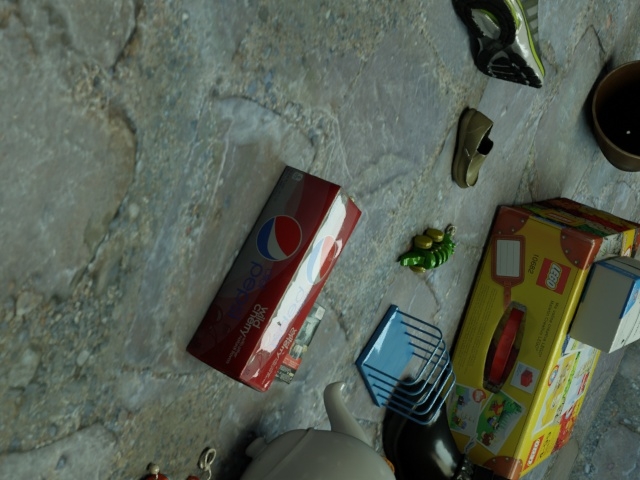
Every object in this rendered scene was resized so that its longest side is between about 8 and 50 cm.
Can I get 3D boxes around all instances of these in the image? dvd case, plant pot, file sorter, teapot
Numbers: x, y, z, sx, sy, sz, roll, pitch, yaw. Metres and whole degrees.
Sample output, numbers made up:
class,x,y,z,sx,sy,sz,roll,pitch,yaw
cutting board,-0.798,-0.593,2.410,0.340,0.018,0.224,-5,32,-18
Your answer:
class,x,y,z,sx,sy,sz,roll,pitch,yaw
dvd case,-0.036,0.136,1.605,0.119,0.013,0.087,-63,153,-6
plant pot,0.661,-0.231,2.427,0.215,0.215,0.230,-61,168,-12
file sorter,0.146,0.208,1.899,0.118,0.105,0.170,-57,152,-20
teapot,-0.036,0.351,1.601,0.252,0.187,0.256,-46,178,17

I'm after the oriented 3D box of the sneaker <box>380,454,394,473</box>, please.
class,x,y,z,sx,sy,sz,roll,pitch,yaw
sneaker,0.020,0.453,1.892,0.262,0.099,0.121,-41,152,-29

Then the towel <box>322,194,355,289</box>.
class,x,y,z,sx,sy,sz,roll,pitch,yaw
towel,0.000,0.000,1.549,0.148,0.027,0.110,-67,155,-2

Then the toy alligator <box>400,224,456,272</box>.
class,x,y,z,sx,sy,sz,roll,pitch,yaw
toy alligator,0.194,0.013,1.889,0.190,0.051,0.056,-27,134,-52

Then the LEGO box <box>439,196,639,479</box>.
class,x,y,z,sx,sy,sz,roll,pitch,yaw
LEGO box,0.428,0.181,2.299,0.372,0.193,0.500,-11,120,-60

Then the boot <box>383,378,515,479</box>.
class,x,y,z,sx,sy,sz,roll,pitch,yaw
boot,0.259,0.416,2.095,0.131,0.260,0.348,-48,148,-33

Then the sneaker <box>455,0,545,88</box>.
class,x,y,z,sx,sy,sz,roll,pitch,yaw
sneaker,0.293,-0.329,1.745,0.121,0.111,0.300,-65,156,-14

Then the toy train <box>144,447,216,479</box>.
class,x,y,z,sx,sy,sz,roll,pitch,yaw
toy train,-0.175,0.329,1.465,0.166,0.046,0.125,-13,122,-58

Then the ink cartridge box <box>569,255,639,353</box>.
class,x,y,z,sx,sy,sz,roll,pitch,yaw
ink cartridge box,0.552,0.116,2.160,0.203,0.086,0.148,-8,117,-59

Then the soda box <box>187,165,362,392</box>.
class,x,y,z,sx,sy,sz,roll,pitch,yaw
soda box,-0.053,0.048,1.425,0.263,0.084,0.092,-63,153,-10

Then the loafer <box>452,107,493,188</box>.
class,x,y,z,sx,sy,sz,roll,pitch,yaw
loafer,0.247,-0.141,1.867,0.056,0.050,0.148,-44,146,-38
